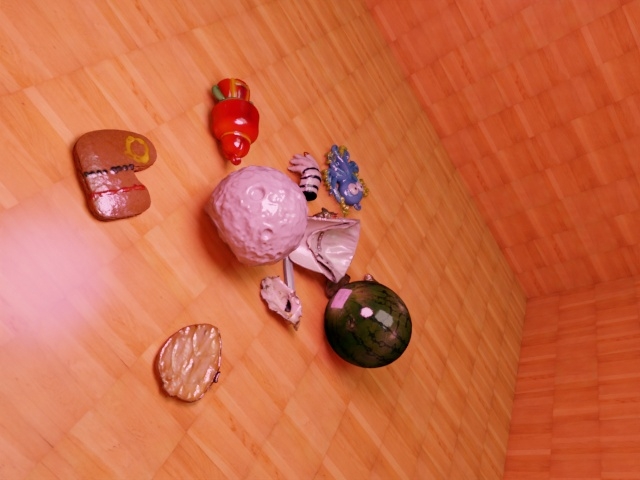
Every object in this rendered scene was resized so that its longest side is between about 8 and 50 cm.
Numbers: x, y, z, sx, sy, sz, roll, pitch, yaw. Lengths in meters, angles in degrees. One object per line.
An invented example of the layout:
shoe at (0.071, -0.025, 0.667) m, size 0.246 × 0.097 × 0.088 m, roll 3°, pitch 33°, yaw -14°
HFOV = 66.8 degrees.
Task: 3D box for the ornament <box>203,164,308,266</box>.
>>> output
ornament at (-0.197, -0.088, 1.605) m, size 0.337 × 0.337 × 0.337 m, roll 25°, pitch 55°, yaw -42°

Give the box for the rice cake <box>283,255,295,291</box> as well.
rice cake at (-0.117, 0.145, 1.852) m, size 0.042 × 0.030 × 0.180 m, roll 10°, pitch 65°, yaw -39°

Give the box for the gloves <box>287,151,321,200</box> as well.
gloves at (-0.053, -0.284, 2.061) m, size 0.140 × 0.131 × 0.218 m, roll 26°, pitch 63°, yaw -45°

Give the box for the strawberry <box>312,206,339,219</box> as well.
strawberry at (0.034, -0.015, 2.055) m, size 0.174 × 0.098 × 0.228 m, roll -43°, pitch 110°, yaw -40°

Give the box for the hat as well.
hat at (0.004, 0.003, 1.902) m, size 0.301 × 0.258 × 0.168 m, roll 15°, pitch 15°, yaw -6°

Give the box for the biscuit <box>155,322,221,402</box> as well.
biscuit at (-0.377, 0.350, 1.434) m, size 0.203 × 0.041 × 0.260 m, roll 52°, pitch 40°, yaw -16°

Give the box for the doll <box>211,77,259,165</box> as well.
doll at (-0.310, -0.435, 1.786) m, size 0.182 × 0.160 × 0.363 m, roll 21°, pitch 58°, yaw -46°

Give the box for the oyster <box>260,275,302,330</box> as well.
oyster at (-0.140, 0.221, 1.767) m, size 0.209 × 0.072 × 0.133 m, roll 36°, pitch 52°, yaw -9°

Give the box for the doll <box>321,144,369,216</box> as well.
doll at (0.130, -0.300, 2.312) m, size 0.346 × 0.099 × 0.341 m, roll -23°, pitch 93°, yaw -55°

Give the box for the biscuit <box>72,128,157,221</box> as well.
biscuit at (-0.579, -0.198, 1.433) m, size 0.262 × 0.052 × 0.277 m, roll -10°, pitch 81°, yaw -52°

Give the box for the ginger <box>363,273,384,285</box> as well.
ginger at (0.257, 0.226, 2.249) m, size 0.165 × 0.067 × 0.096 m, roll 37°, pitch 46°, yaw -17°

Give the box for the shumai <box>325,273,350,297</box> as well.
shumai at (0.061, 0.175, 2.029) m, size 0.139 × 0.105 × 0.123 m, roll 18°, pitch 103°, yaw -35°

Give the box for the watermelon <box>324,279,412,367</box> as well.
watermelon at (0.186, 0.331, 1.896) m, size 0.363 × 0.363 × 0.363 m, roll 25°, pitch 55°, yaw -42°
